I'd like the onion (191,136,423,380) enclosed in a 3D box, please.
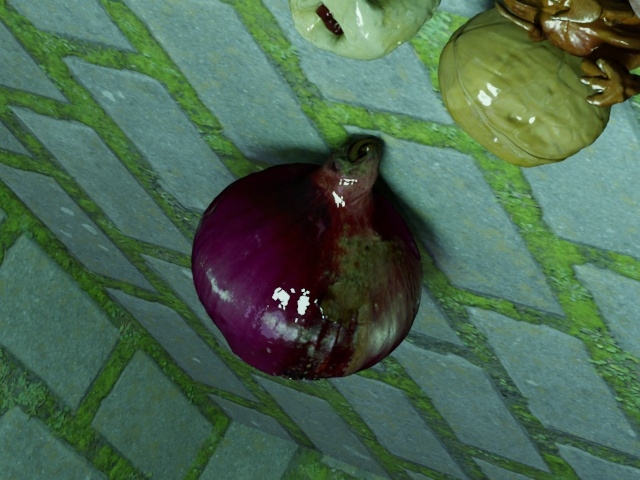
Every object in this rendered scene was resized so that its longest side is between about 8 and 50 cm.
[{"bbox_3d":[0.000,0.000,2.503,0.348,0.348,0.385,28,127,6],"label":"onion"}]

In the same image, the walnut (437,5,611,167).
[{"bbox_3d":[0.222,-0.170,1.912,0.197,0.165,0.165,36,160,-16],"label":"walnut"}]

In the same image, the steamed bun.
[{"bbox_3d":[0.030,-0.297,1.906,0.172,0.141,0.155,16,153,44],"label":"steamed bun"}]

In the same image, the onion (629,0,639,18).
[{"bbox_3d":[0.345,-0.249,1.573,0.159,0.159,0.195,33,-176,-7],"label":"onion"}]

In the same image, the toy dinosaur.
[{"bbox_3d":[0.302,-0.191,1.678,0.432,0.097,0.208,25,-158,12],"label":"toy dinosaur"}]
